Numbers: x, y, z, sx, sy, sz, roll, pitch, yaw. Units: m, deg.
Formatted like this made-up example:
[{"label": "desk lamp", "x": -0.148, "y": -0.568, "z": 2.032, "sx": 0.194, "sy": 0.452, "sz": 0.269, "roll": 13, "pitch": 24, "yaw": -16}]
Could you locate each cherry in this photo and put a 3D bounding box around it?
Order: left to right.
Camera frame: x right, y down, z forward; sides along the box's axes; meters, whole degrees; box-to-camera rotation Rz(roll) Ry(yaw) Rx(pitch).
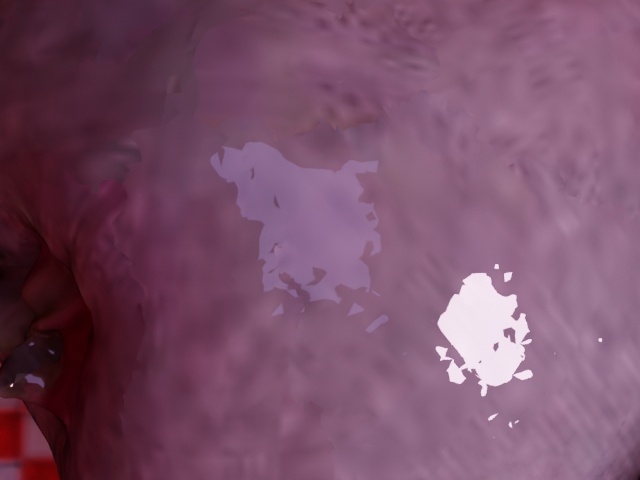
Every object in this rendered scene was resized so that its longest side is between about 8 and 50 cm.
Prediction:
[{"label": "cherry", "x": 0.000, "y": 0.000, "z": 0.510, "sx": 0.266, "sy": 0.183, "sz": 0.213, "roll": -25, "pitch": 73, "yaw": -13}]
